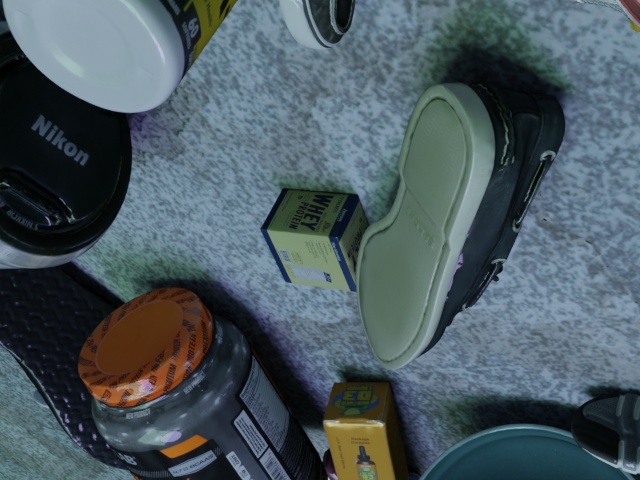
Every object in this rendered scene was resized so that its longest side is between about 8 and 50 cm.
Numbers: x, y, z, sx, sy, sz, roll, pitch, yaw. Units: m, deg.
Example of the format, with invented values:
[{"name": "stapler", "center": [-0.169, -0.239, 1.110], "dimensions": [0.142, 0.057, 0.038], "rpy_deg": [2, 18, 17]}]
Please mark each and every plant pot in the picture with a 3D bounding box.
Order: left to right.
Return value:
[{"name": "plant pot", "center": [0.255, 0.364, 1.126], "dimensions": [0.293, 0.293, 0.196], "rpy_deg": [7, 169, 27]}]

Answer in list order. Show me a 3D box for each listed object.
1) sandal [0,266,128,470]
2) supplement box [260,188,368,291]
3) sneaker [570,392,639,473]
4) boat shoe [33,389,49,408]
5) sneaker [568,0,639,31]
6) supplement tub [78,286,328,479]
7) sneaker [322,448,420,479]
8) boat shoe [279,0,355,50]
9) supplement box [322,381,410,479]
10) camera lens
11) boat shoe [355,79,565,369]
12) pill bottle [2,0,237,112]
[{"name": "sandal", "center": [-0.342, 0.123, 1.305], "dimensions": [0.445, 0.167, 0.107], "rpy_deg": [52, 164, -22]}, {"name": "supplement box", "center": [0.000, 0.000, 0.967], "dimensions": [0.083, 0.056, 0.083], "rpy_deg": [6, 141, 27]}, {"name": "sneaker", "center": [0.375, 0.229, 1.005], "dimensions": [0.229, 0.086, 0.132], "rpy_deg": [4, 143, 28]}, {"name": "boat shoe", "center": [-0.426, 0.270, 1.633], "dimensions": [0.100, 0.035, 0.035], "rpy_deg": [10, 141, 11]}, {"name": "sneaker", "center": [0.133, -0.191, 0.593], "dimensions": [0.225, 0.088, 0.092], "rpy_deg": [27, 149, -5]}, {"name": "supplement tub", "center": [-0.142, 0.233, 1.224], "dimensions": [0.207, 0.207, 0.338], "rpy_deg": [-2, 130, 35]}, {"name": "sneaker", "center": [0.088, 0.328, 1.349], "dimensions": [0.185, 0.069, 0.084], "rpy_deg": [34, 138, -23]}, {"name": "boat shoe", "center": [0.014, -0.213, 0.656], "dimensions": [0.070, 0.077, 0.219], "rpy_deg": [17, 143, 16]}, {"name": "supplement box", "center": [0.065, 0.284, 1.233], "dimensions": [0.078, 0.080, 0.233], "rpy_deg": [-2, 126, 15]}, {"name": "camera lens", "center": [-0.334, -0.081, 0.934], "dimensions": [0.274, 0.219, 0.219], "rpy_deg": [-2, 137, 36]}, {"name": "boat shoe", "center": [0.115, -0.005, 0.844], "dimensions": [0.113, 0.127, 0.340], "rpy_deg": [-13, 142, -21]}, {"name": "pill bottle", "center": [-0.100, -0.193, 0.639], "dimensions": [0.119, 0.208, 0.119], "rpy_deg": [18, 146, 13]}]
